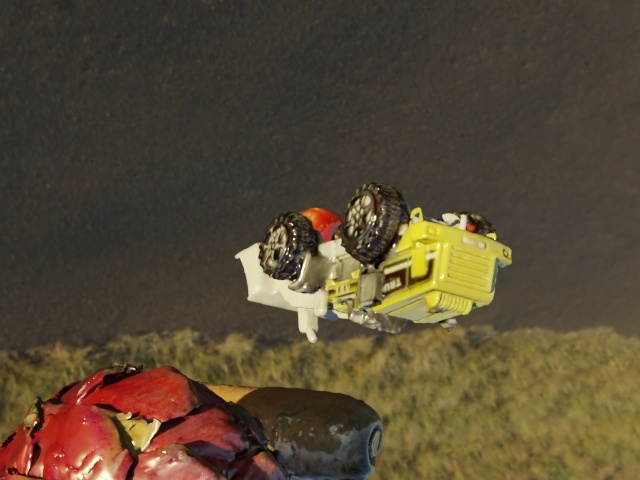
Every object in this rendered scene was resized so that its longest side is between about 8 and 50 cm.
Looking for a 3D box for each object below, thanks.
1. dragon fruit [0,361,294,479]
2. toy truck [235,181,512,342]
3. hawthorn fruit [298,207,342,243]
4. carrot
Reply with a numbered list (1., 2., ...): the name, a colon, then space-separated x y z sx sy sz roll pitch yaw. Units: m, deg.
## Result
1. dragon fruit: -0.197 0.281 0.975 0.329 0.329 0.329 -19 151 -11
2. toy truck: 0.034 0.031 0.819 0.136 0.111 0.285 17 160 -32
3. hawthorn fruit: 0.000 0.000 1.188 0.093 0.093 0.093 -19 151 -11
4. carrot: -0.061 0.270 1.356 0.301 0.139 0.139 12 154 12
